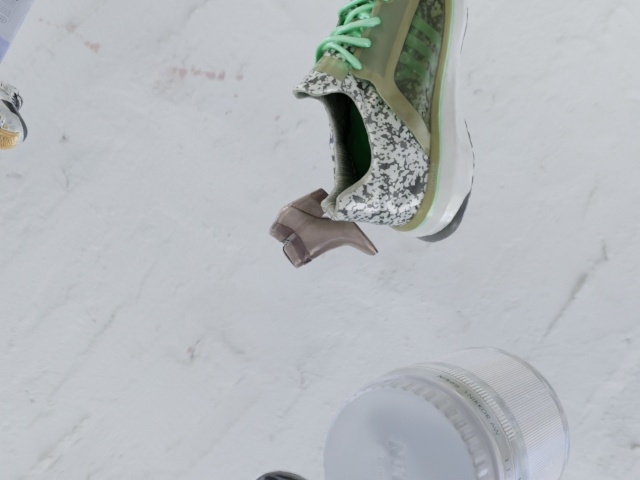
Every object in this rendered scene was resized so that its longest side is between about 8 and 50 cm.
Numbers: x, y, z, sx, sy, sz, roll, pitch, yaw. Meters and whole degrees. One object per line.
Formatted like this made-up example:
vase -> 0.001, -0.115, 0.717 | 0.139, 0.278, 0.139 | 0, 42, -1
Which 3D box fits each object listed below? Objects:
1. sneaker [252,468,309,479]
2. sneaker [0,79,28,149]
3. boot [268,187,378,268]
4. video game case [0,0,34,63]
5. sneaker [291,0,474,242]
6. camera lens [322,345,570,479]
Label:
sneaker -> 0.004, 0.283, 0.674 | 0.084, 0.097, 0.235 | -22, -138, -22
sneaker -> -0.179, -0.076, 0.412 | 0.083, 0.032, 0.036 | 33, -148, 34
boot -> 0.000, 0.000, 0.868 | 0.087, 0.042, 0.118 | -45, -83, -9
video game case -> -0.500, -0.279, 0.859 | 0.269, 0.061, 0.245 | 33, -125, -33
sneaker -> 0.056, -0.198, 0.820 | 0.181, 0.158, 0.411 | -4, -95, -34
camera lens -> 0.161, 0.252, 0.903 | 0.274, 0.219, 0.220 | -2, -104, -53
